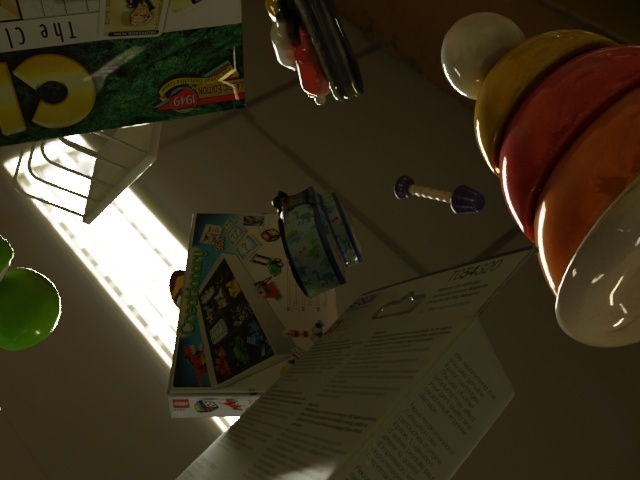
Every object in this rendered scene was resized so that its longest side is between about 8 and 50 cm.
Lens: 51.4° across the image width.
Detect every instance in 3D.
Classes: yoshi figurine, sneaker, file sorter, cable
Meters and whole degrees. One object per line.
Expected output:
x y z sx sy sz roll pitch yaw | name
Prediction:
-0.468 0.168 0.874 0.203 0.203 0.362 28 -91 10 | yoshi figurine
-0.248 0.130 1.316 0.069 0.084 0.185 -19 -110 -25 | sneaker
-0.456 -0.198 1.310 0.173 0.278 0.193 25 -132 -35 | file sorter
-0.029 -0.201 0.546 0.072 0.287 0.139 -26 -107 8 | cable

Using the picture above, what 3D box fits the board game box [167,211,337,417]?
-0.078 0.080 0.842 0.193 0.053 0.305 1 -137 -4 | board game box

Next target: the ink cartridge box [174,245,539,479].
0.006 0.157 0.546 0.330 0.324 0.071 -41 -86 -21 | ink cartridge box

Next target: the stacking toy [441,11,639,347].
0.315 -0.141 0.827 0.350 0.350 0.480 -17 -131 -19 | stacking toy

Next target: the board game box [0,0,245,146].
-0.161 -0.100 0.282 0.260 0.136 0.030 -13 -133 -16 | board game box

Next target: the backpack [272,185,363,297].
0.000 0.000 0.753 0.084 0.105 0.114 -20 -151 8 | backpack

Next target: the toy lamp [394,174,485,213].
0.320 -0.124 1.792 0.080 0.080 0.275 -35 -146 -28 | toy lamp
